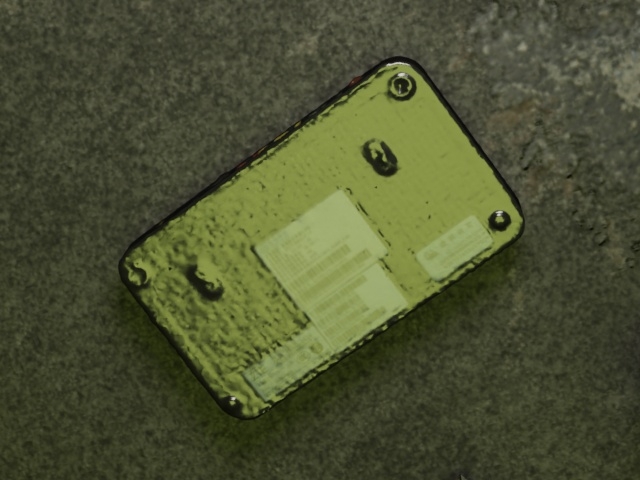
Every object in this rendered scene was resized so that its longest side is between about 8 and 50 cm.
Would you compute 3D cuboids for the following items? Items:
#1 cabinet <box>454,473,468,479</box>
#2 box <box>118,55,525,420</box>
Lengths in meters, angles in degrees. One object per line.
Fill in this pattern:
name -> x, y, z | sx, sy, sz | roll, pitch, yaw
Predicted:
cabinet -> 0.134, 0.366, 1.548 | 0.145, 0.150, 0.206 | 36, 104, -10
box -> 0.000, 0.000, 1.507 | 0.350, 0.058, 0.211 | -36, 101, 12
